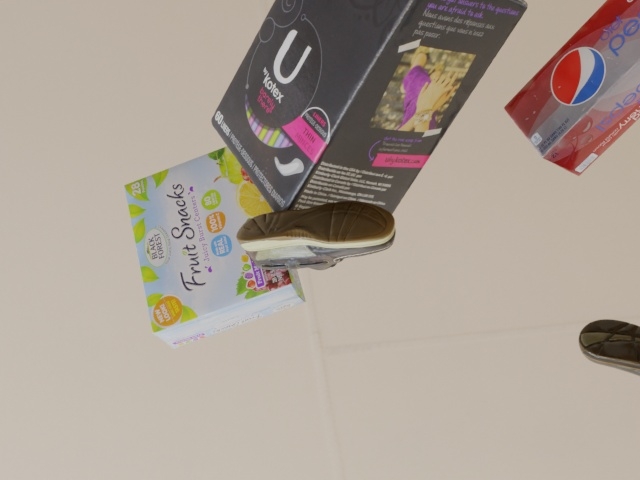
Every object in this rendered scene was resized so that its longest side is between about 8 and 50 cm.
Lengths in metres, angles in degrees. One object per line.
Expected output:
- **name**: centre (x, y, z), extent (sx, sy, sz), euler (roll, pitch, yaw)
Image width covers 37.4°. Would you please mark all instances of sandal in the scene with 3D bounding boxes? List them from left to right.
- **sandal**: centre (0.429, 0.160, 1.175), extent (0.219, 0.060, 0.090), euler (11, -136, 20)

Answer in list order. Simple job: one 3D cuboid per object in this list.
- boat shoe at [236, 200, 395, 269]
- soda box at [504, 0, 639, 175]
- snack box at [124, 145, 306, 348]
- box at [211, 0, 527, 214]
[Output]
- **boat shoe**: centre (0.000, 0.000, 0.843), extent (0.152, 0.049, 0.056), euler (0, -137, 29)
- **soda box**: centre (0.329, -0.198, 1.017), extent (0.083, 0.263, 0.092), euler (17, -145, -44)
- **snack box**: centre (-0.129, 0.003, 1.132), extent (0.174, 0.070, 0.207), euler (-19, -118, 7)
- **box**: centre (0.038, -0.166, 0.909), extent (0.143, 0.270, 0.165), euler (7, -145, -43)
